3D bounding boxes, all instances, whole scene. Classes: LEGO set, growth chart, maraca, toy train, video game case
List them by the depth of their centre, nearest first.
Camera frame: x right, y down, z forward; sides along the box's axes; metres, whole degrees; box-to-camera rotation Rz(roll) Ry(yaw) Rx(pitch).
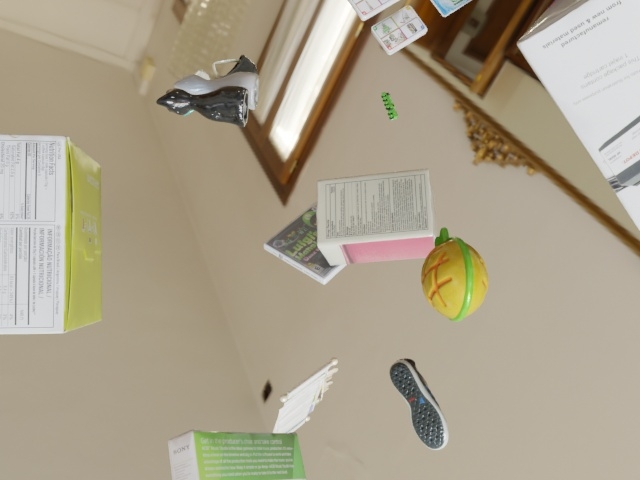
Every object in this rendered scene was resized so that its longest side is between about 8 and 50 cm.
[{"bbox_3d":[0.205,0.052,1.118,0.099,0.127,0.186,7,-159,-10],"label":"maraca"},{"bbox_3d":[0.146,-0.415,1.119,0.182,0.244,0.060,54,167,5],"label":"LEGO set"},{"bbox_3d":[-0.043,0.344,1.473,0.172,0.237,0.021,-26,-121,-39],"label":"growth chart"},{"bbox_3d":[0.000,0.000,1.574,0.173,0.022,0.190,29,-130,26],"label":"video game case"},{"bbox_3d":[0.175,-0.343,1.804,0.023,0.017,0.083,-13,-112,-8],"label":"toy train"}]

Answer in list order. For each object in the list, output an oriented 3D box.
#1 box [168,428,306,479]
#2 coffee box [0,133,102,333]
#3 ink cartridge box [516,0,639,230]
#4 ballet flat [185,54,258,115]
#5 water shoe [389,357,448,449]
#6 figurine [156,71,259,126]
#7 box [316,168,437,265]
[{"bbox_3d":[-0.088,0.424,0.967,0.232,0.058,0.322,22,-131,-51],"label":"box"},{"bbox_3d":[-0.599,-0.003,1.319,0.334,0.338,0.337,0,177,-7],"label":"coffee box"},{"bbox_3d":[0.481,-0.195,0.977,0.395,0.166,0.285,53,-134,-11],"label":"ink cartridge box"},{"bbox_3d":[-0.307,-0.455,2.042,0.280,0.095,0.096,-36,-74,-30],"label":"ballet flat"},{"bbox_3d":[0.222,0.343,1.519,0.080,0.073,0.203,-9,-109,-64],"label":"water shoe"},{"bbox_3d":[-0.268,-0.356,1.727,0.209,0.092,0.215,6,-152,4],"label":"figurine"},{"bbox_3d":[0.117,-0.044,1.445,0.232,0.149,0.127,-5,158,12],"label":"box"}]
